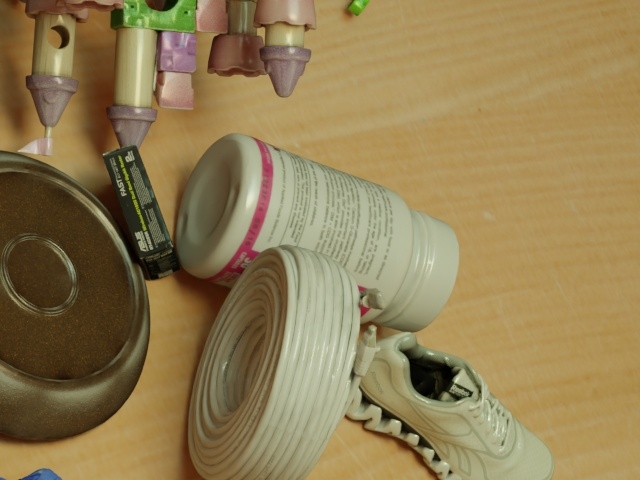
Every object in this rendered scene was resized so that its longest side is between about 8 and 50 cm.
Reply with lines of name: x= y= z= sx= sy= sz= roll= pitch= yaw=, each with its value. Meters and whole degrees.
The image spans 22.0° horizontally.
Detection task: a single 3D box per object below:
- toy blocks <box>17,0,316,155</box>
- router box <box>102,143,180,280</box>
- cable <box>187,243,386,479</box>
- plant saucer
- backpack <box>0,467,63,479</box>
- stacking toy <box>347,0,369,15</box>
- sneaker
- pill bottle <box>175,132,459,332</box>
toy blocks: x=-0.186 y=-0.214 z=1.751 sx=0.289 sy=0.309 sz=0.260 roll=1 pitch=91 yaw=-29
router box: x=-0.185 y=-0.029 z=1.712 sx=0.038 sy=0.092 sz=0.122 roll=-21 pitch=75 yaw=-5
cable: x=-0.048 y=0.131 z=1.612 sx=0.089 sy=0.257 sz=0.257 roll=20 pitch=95 yaw=-21
plant saucer: x=-0.284 y=0.041 z=1.605 sx=0.311 sy=0.050 sz=0.310 roll=23 pitch=51 yaw=-32
backpack: x=-0.269 y=0.260 z=1.475 sx=0.101 sy=0.098 sz=0.120 roll=42 pitch=47 yaw=3
stacking toy: x=0.018 y=-0.403 z=2.127 sx=0.167 sy=0.052 sz=0.221 roll=35 pitch=50 yaw=-13
sneaker: x=0.155 y=0.197 z=1.823 sx=0.292 sy=0.118 sz=0.110 roll=31 pitch=48 yaw=-20
pill bottle: x=0.000 y=0.000 z=1.791 sx=0.283 sy=0.160 sz=0.160 roll=19 pitch=54 yaw=-27
